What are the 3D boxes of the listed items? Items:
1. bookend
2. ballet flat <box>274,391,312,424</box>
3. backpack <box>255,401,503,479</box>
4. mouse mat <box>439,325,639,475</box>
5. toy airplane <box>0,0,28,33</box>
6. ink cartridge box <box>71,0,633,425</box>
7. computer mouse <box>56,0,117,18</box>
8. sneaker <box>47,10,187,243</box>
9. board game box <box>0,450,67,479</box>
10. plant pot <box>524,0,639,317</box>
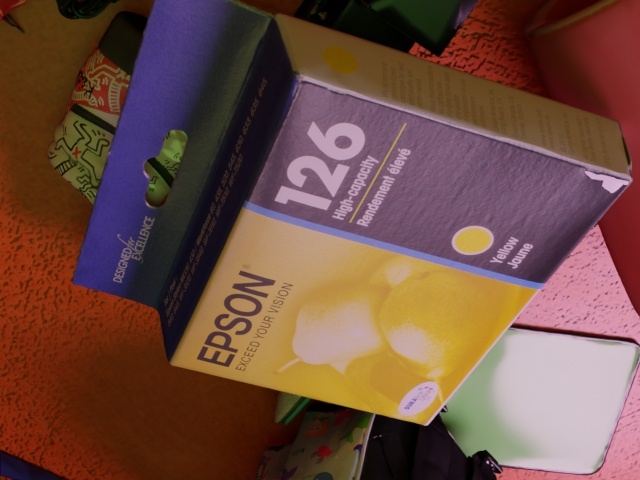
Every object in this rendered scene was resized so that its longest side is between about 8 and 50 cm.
[{"bbox_3d":[0.041,-0.160,0.678,0.072,0.156,0.157,30,107,-18],"label":"bookend"},{"bbox_3d":[0.007,0.087,0.845,0.052,0.057,0.168,44,99,7],"label":"ballet flat"},{"bbox_3d":[0.041,0.275,0.812,0.191,0.254,0.225,-26,118,27],"label":"backpack"},{"bbox_3d":[0.197,0.151,0.913,0.189,0.007,0.153,9,112,-9],"label":"mouse mat"},{"bbox_3d":[-0.267,-0.204,0.690,0.151,0.028,0.151,-2,114,-5],"label":"toy airplane"},{"bbox_3d":[0.000,0.000,0.674,0.307,0.072,0.304,13,137,-15],"label":"ink cartridge box"},{"bbox_3d":[-0.180,-0.248,0.656,0.106,0.042,0.193,-7,116,42],"label":"computer mouse"},{"bbox_3d":[-0.074,-0.046,0.752,0.270,0.090,0.145,31,109,-16],"label":"sneaker"},{"bbox_3d":[-0.284,0.267,0.778,0.347,0.233,0.078,30,106,-18],"label":"board game box"},{"bbox_3d":[0.289,-0.101,0.692,0.275,0.275,0.243,-34,102,8],"label":"plant pot"}]
